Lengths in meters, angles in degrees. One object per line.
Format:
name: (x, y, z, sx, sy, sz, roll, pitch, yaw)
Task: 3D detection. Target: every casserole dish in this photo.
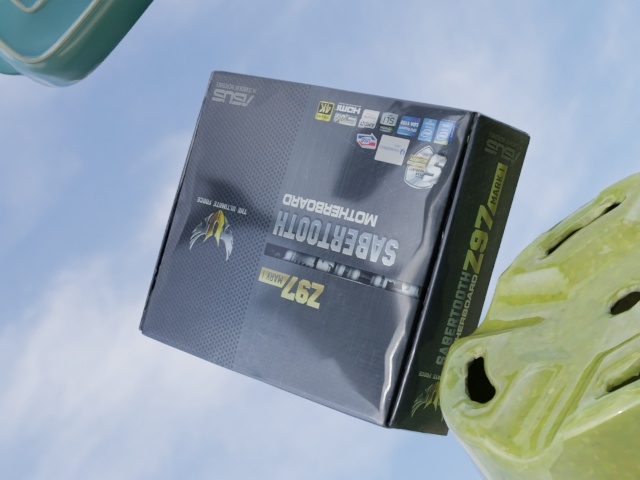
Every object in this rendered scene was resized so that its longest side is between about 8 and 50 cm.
casserole dish: (-0.141, -0.171, 0.775, 0.188, 0.114, 0.037, -48, -3, 16)

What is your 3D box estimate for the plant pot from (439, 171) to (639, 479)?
plant pot: (0.195, 0.106, 0.597, 0.276, 0.276, 0.254, -45, -72, -18)

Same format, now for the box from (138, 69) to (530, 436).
box: (0.000, 0.000, 0.846, 0.059, 0.233, 0.183, 15, -89, -45)
